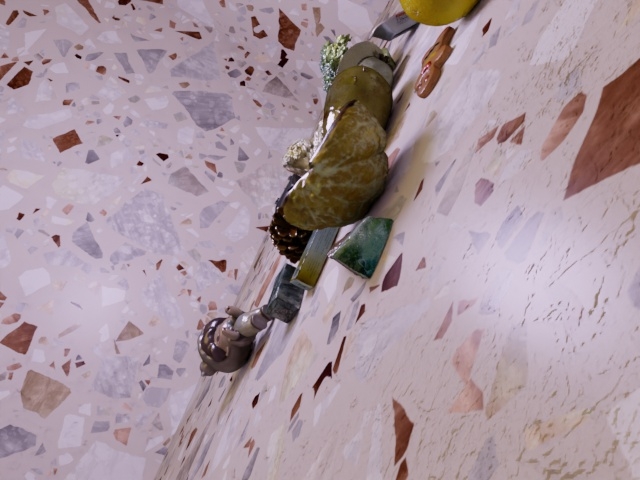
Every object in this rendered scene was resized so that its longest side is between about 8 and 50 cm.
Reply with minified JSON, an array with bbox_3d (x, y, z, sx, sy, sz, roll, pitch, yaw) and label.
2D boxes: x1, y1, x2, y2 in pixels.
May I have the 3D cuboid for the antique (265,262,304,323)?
[{"bbox_3d":[-0.108,0.172,1.680,0.088,0.086,0.183,-56,13,36],"label":"antique"}]

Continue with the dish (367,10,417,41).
[{"bbox_3d":[0.300,-0.853,2.105,0.234,0.064,0.154,-29,7,-8],"label":"dish"}]

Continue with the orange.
[{"bbox_3d":[0.056,-0.160,1.372,0.368,0.210,0.271,-54,-10,31],"label":"orange"}]

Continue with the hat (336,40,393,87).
[{"bbox_3d":[0.194,-0.596,1.955,0.130,0.257,0.257,34,98,45],"label":"hat"}]

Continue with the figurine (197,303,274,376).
[{"bbox_3d":[-0.318,0.359,1.975,0.380,0.203,0.248,-39,29,36],"label":"figurine"}]

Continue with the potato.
[{"bbox_3d":[0.117,-0.405,1.712,0.270,0.219,0.359,115,167,-48],"label":"potato"}]

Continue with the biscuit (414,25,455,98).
[{"bbox_3d":[0.312,-0.496,1.482,0.165,0.036,0.250,-49,17,54],"label":"biscuit"}]

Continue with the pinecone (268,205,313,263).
[{"bbox_3d":[-0.087,-0.031,1.749,0.168,0.185,0.212,-35,-21,5],"label":"pinecone"}]

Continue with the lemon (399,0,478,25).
[{"bbox_3d":[0.323,-0.697,1.406,0.236,0.236,0.263,-62,-6,4],"label":"lemon"}]

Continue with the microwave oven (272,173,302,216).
[{"bbox_3d":[-0.078,-0.131,2.040,0.188,0.178,0.247,-57,11,14],"label":"microwave oven"}]

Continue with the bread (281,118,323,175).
[{"bbox_3d":[0.002,-0.358,2.163,0.314,0.171,0.192,-32,-24,10],"label":"bread"}]

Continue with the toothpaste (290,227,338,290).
[{"bbox_3d":[0.000,0.000,1.642,0.313,0.071,0.089,-66,9,-19],"label":"toothpaste"}]

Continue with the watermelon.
[{"bbox_3d":[0.077,0.015,1.248,0.154,0.094,0.241,-58,7,-16],"label":"watermelon"}]

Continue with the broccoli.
[{"bbox_3d":[0.137,-0.695,2.166,0.338,0.317,0.277,102,151,-75],"label":"broccoli"}]
